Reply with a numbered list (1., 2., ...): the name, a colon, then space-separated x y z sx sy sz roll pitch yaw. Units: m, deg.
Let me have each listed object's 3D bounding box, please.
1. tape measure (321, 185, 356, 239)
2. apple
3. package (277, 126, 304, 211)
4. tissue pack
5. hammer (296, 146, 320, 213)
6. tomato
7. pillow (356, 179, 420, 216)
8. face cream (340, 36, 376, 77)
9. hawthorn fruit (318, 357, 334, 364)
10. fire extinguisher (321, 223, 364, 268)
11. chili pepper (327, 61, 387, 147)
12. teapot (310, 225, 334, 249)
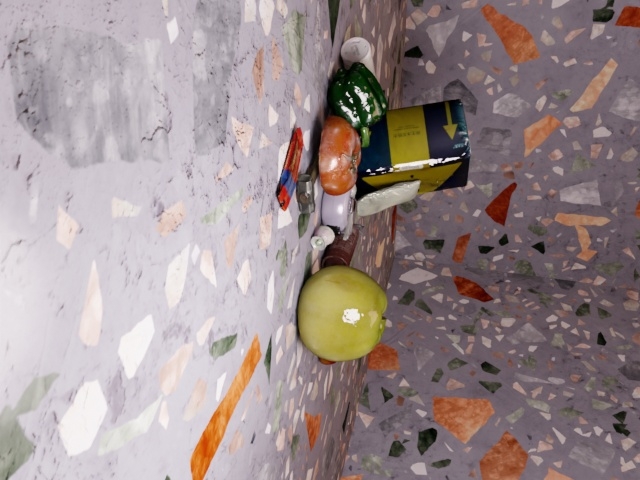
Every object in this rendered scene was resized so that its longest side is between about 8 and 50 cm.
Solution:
1. tape measure: 0.067 -0.106 1.784 0.178 0.105 0.196 -34 132 -72
2. apple: 0.067 0.220 1.646 0.292 0.254 0.292 9 90 -72
3. package: -0.071 -0.175 1.341 0.083 0.022 0.200 67 34 -64
4. tissue pack: 0.299 -0.306 1.889 0.264 0.416 0.253 62 22 -68
5. hammer: -0.002 -0.229 1.569 0.365 0.043 0.111 -71 161 -45
6. tomato: 0.061 -0.234 1.561 0.237 0.095 0.237 6 90 -79
7. pillow: 0.225 -0.140 1.825 0.128 0.229 0.051 100 -30 -67
8. face cream: 0.142 -0.550 1.867 0.345 0.102 0.102 57 42 -70
9. hawthorn fruit: 0.030 0.417 1.984 0.077 0.077 0.077 7 90 -77
10. fire extinguisher: 0.085 0.013 1.923 0.269 0.104 0.105 -67 160 -52
11. chili pepper: 0.123 -0.403 1.676 0.261 0.165 0.174 60 21 -30
12. teapot: 0.000 0.000 1.677 0.083 0.064 0.064 -53 180 39
